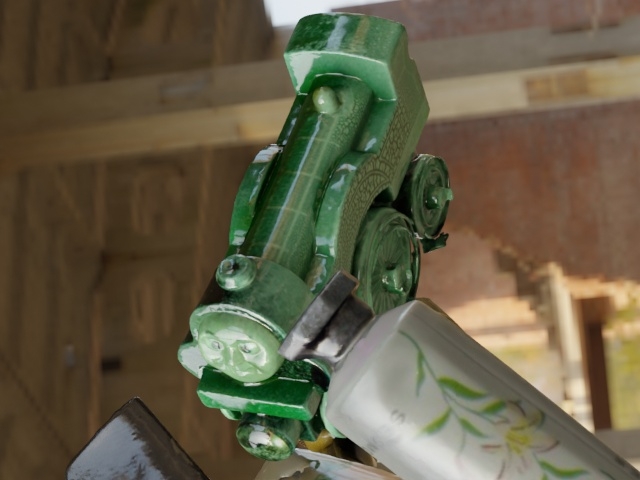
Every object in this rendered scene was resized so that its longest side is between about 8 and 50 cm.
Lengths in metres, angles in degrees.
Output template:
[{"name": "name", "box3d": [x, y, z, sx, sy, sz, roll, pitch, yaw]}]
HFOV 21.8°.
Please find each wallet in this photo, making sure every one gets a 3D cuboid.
[{"name": "wallet", "box3d": [-0.103, 0.186, 1.116, 0.156, 0.082, 0.018, 45, -174, 15]}]

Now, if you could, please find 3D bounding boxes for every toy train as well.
[{"name": "toy train", "box3d": [0.000, 0.000, 0.678, 0.104, 0.071, 0.178, 70, -145, -47]}]

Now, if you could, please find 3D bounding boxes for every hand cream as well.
[{"name": "hand cream", "box3d": [0.072, 0.079, 0.453, 0.042, 0.194, 0.067, -48, -6, -42]}]

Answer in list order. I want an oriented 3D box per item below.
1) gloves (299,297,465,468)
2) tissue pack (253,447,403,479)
[{"name": "gloves", "box3d": [0.047, 0.116, 1.260, 0.331, 0.154, 0.141, 166, 92, -77]}, {"name": "tissue pack", "box3d": [0.017, 0.222, 0.675, 0.256, 0.215, 0.123, -58, -38, -32]}]
